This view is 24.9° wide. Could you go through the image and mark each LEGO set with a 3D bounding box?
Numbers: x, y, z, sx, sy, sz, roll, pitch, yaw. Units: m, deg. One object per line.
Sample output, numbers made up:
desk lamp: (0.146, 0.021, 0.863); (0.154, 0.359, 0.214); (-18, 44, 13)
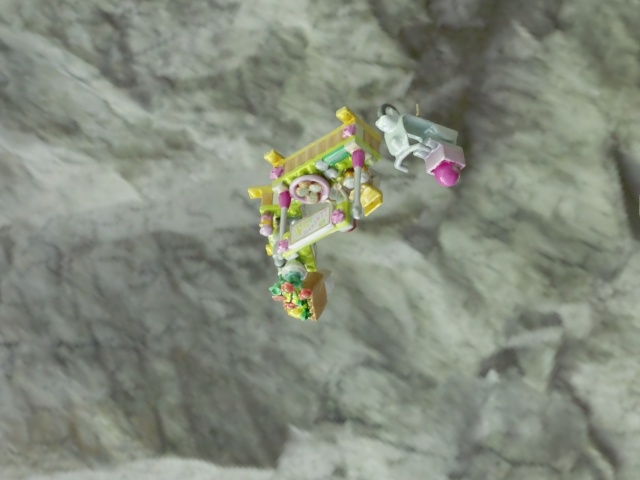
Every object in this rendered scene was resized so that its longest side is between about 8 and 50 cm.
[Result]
LEGO set: (0.000, 0.000, 1.234); (0.132, 0.107, 0.287); (18, -42, -19)
